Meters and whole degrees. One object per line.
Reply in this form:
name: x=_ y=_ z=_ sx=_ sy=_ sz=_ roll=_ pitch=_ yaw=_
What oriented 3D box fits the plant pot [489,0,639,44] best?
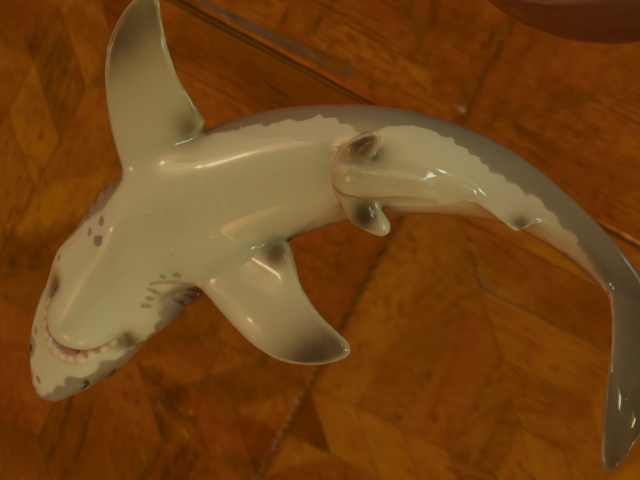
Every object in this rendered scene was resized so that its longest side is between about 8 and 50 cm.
plant pot: x=0.098 y=-0.245 z=0.739 sx=0.229 sy=0.263 sz=0.263 roll=25 pitch=97 yaw=-48

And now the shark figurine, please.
shark figurine: x=0.022 y=-0.016 z=0.676 sx=0.278 sy=0.116 sz=0.166 roll=3 pitch=102 yaw=18
